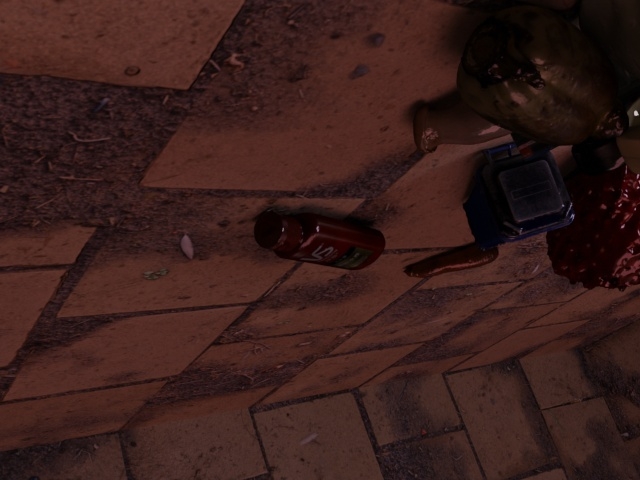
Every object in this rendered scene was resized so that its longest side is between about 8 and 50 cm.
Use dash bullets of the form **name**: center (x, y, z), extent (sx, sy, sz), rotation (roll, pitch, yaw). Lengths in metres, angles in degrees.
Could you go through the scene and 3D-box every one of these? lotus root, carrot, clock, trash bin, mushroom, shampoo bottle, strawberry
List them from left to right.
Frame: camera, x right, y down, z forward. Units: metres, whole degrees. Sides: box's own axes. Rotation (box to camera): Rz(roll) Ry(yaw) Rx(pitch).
- **shampoo bottle**: center (0.000, 0.001, 1.526), extent (0.118, 0.076, 0.314), rotation (-29, 156, 30)
- **carrot**: center (0.328, 0.054, 1.956), extent (0.248, 0.059, 0.059), rotation (-15, 158, -2)
- **mushroom**: center (0.250, -0.198, 1.248), extent (0.213, 0.088, 0.097), rotation (-18, -175, 11)
- **trash bin**: center (0.375, -0.079, 1.551), extent (0.163, 0.183, 0.234), rotation (-16, 169, -7)
- **lotus root**: center (0.321, -0.219, 1.114), extent (0.309, 0.173, 0.173), rotation (19, 139, -36)
- **strawberry**: center (0.637, -0.078, 1.674), extent (0.318, 0.295, 0.344), rotation (-13, 124, -1)
- **clock**: center (0.561, -0.168, 1.147), extent (0.277, 0.120, 0.379), rotation (-32, -163, -1)

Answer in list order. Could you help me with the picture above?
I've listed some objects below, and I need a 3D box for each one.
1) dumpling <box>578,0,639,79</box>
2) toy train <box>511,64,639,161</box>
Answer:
- **dumpling**: center (0.502, -0.318, 1.036), extent (0.212, 0.270, 0.320), rotation (-28, 160, -42)
- **toy train**: center (0.503, -0.265, 1.293), extent (0.410, 0.086, 0.089), rotation (-27, 155, 19)
